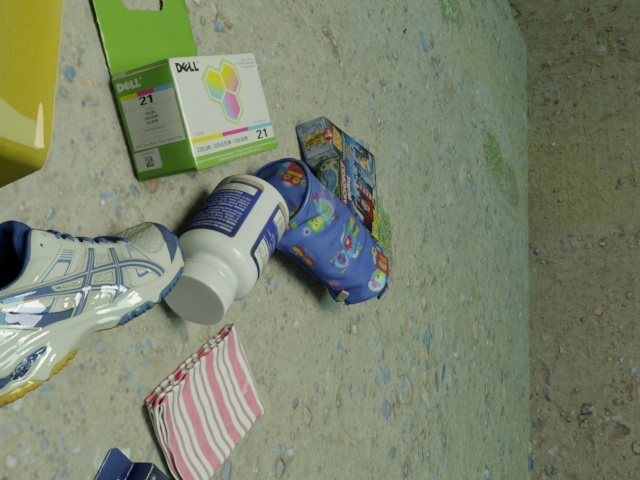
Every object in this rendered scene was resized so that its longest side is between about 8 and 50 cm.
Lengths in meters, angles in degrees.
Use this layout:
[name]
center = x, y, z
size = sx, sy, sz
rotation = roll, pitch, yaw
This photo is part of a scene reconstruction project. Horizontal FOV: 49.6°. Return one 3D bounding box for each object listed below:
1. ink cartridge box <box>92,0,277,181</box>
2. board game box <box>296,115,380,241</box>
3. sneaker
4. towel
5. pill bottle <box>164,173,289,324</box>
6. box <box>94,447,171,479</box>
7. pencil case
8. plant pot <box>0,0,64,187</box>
[ink cartridge box]
center = -0.167, -0.220, 0.865
size = 0.188, 0.096, 0.256
rotation = -31, 111, -59
[board game box]
center = 0.031, -0.115, 1.209
size = 0.194, 0.060, 0.194
rotation = 41, 39, -46
[sneaker]
center = -0.241, 0.029, 0.661
size = 0.296, 0.111, 0.131
rotation = -46, 122, -55
[towel]
center = -0.137, 0.213, 0.887
size = 0.197, 0.029, 0.144
rotation = -43, 121, -56
[pill bottle]
center = -0.121, 0.011, 0.877
size = 0.112, 0.111, 0.187
rotation = 63, 35, -31
[box]
center = -0.184, 0.345, 0.766
size = 0.225, 0.036, 0.137
rotation = 58, 37, -35
[pencil case]
center = 0.000, 0.000, 1.089
size = 0.306, 0.119, 0.133
rotation = 44, 55, -48
[plant pot]
center = -0.320, -0.153, 0.487
size = 0.187, 0.212, 0.212
rotation = 14, 71, -46
